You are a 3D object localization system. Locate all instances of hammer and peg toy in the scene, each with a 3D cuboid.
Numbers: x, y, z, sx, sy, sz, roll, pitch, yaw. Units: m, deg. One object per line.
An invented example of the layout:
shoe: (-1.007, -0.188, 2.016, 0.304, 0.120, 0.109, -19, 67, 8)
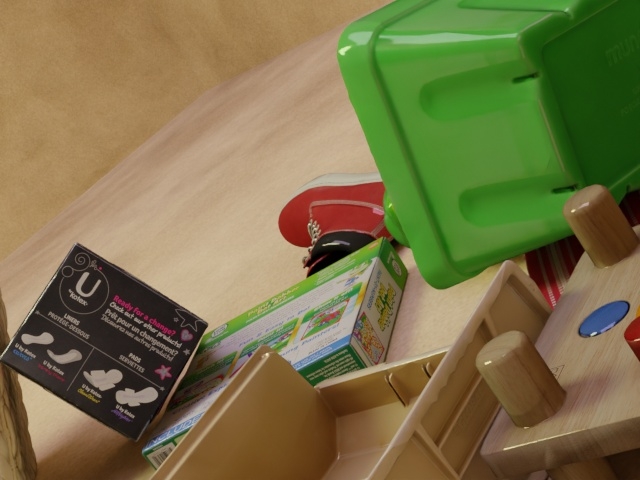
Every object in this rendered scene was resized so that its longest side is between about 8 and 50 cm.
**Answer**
hammer and peg toy: (0.214, 0.067, 0.802, 0.266, 0.127, 0.361, -23, 19, 40)

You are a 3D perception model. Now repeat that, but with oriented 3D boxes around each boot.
boot: (0.000, 0.000, 1.585, 0.244, 0.088, 0.176, -11, 29, 50)

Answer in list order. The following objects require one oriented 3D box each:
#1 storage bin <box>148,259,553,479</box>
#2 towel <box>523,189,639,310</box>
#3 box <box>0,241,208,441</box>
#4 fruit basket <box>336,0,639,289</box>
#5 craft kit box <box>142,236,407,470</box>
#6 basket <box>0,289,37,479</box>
storage bin: (0.025, 0.153, 0.960, 0.262, 0.123, 0.260, -23, 19, 41)
towel: (0.297, -0.020, 1.089, 0.275, 0.031, 0.199, -32, 14, 12)
box: (-0.223, 0.111, 1.407, 0.142, 0.163, 0.247, -59, 4, -10)
fruit basket: (0.167, -0.120, 1.234, 0.392, 0.283, 0.392, -21, 15, 6)
craft kit box: (-0.040, 0.118, 1.358, 0.250, 0.061, 0.246, -29, 18, 21)
basket: (-0.466, 0.182, 1.459, 0.266, 0.331, 0.328, -10, 11, -11)
